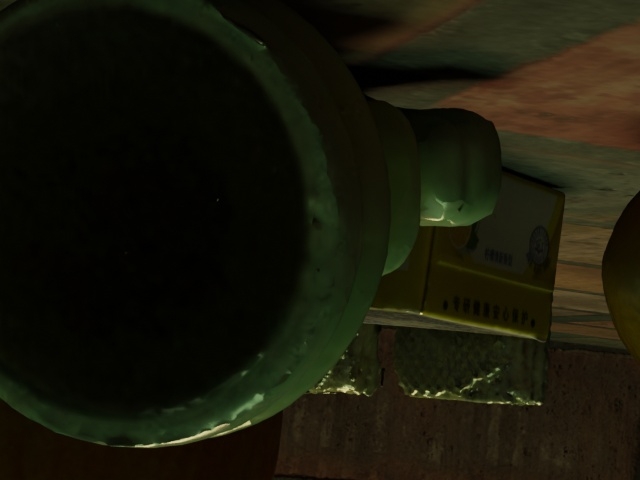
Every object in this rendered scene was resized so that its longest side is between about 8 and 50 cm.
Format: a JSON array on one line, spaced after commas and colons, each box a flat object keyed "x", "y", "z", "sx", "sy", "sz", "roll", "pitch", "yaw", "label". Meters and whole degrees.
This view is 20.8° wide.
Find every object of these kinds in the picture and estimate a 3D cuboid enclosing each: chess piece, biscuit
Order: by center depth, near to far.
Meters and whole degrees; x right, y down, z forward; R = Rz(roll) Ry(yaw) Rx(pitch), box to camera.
[{"x": -0.026, "y": -0.025, "z": 0.717, "sx": 0.176, "sy": 0.176, "sz": 0.298, "roll": 5, "pitch": -172, "yaw": 16, "label": "chess piece"}, {"x": 0.058, "y": 0.041, "z": 1.220, "sx": 0.046, "sy": 0.147, "sz": 0.250, "roll": 9, "pitch": 174, "yaw": -42, "label": "biscuit"}]

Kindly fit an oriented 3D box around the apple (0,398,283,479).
[{"x": -0.225, "y": 0.113, "z": 0.931, "sx": 0.400, "sy": 0.333, "sz": 0.400, "roll": 2, "pitch": 132, "yaw": 2, "label": "apple"}]

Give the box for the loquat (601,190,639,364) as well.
[{"x": 0.213, "y": 0.020, "z": 0.846, "sx": 0.152, "sy": 0.152, "sz": 0.195, "roll": 9, "pitch": -178, "yaw": -29, "label": "loquat"}]

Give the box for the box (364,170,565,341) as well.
[{"x": 0.000, "y": 0.000, "z": 1.106, "sx": 0.265, "sy": 0.097, "sz": 0.168, "roll": 3, "pitch": 174, "yaw": 36, "label": "box"}]
